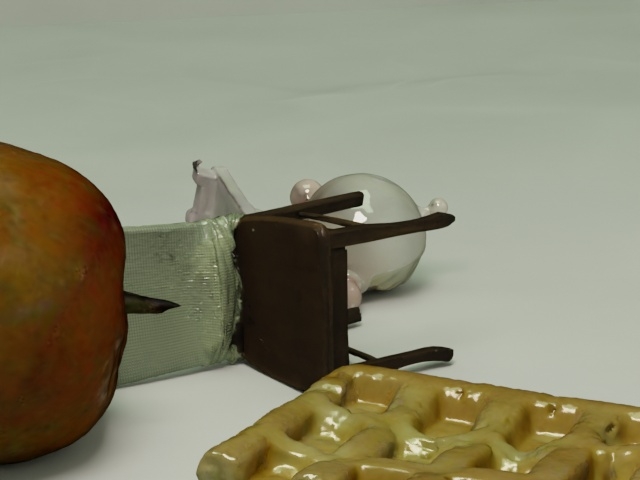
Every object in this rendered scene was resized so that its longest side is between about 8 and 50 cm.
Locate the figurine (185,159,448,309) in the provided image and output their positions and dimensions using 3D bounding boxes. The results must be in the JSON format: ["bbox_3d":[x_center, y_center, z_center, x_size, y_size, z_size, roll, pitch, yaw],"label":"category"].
[{"bbox_3d":[-0.001,-0.011,1.928,0.256,0.144,0.182,-4,13,-20],"label":"figurine"}]

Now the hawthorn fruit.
[{"bbox_3d":[-0.264,0.055,1.530,0.301,0.268,0.268,9,13,-15],"label":"hawthorn fruit"}]

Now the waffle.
[{"bbox_3d":[0.109,0.172,1.385,0.348,0.077,0.304,7,13,20],"label":"waffle"}]

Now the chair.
[{"bbox_3d":[-0.053,0.050,1.691,0.319,0.160,0.186,-10,17,-35],"label":"chair"}]
